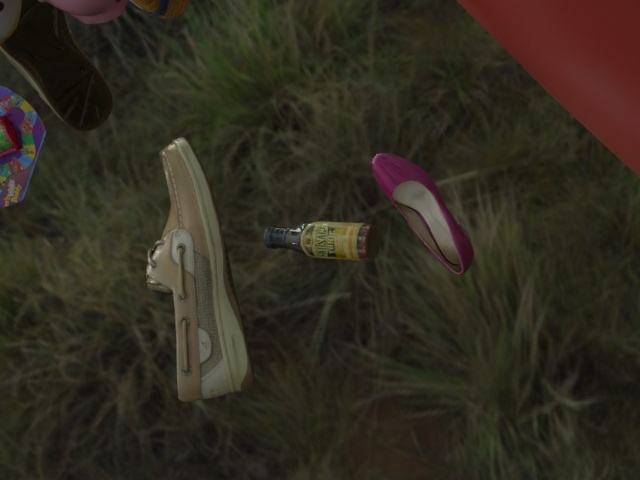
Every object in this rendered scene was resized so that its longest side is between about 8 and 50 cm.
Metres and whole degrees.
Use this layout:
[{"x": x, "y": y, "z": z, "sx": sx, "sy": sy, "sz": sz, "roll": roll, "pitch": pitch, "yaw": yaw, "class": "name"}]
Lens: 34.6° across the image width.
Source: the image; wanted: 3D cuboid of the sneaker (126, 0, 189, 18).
[{"x": -0.279, "y": -0.354, "z": 1.244, "sx": 0.131, "sy": 0.296, "sz": 0.111, "roll": 8, "pitch": 83, "yaw": 33, "class": "sneaker"}]

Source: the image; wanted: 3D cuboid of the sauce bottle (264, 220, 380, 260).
[{"x": 0.000, "y": 0.000, "z": 1.109, "sx": 0.128, "sy": 0.042, "sz": 0.042, "roll": 1, "pitch": 60, "yaw": 27, "class": "sauce bottle"}]

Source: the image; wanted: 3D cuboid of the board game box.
[{"x": -0.435, "y": -0.117, "z": 1.323, "sx": 0.133, "sy": 0.033, "sz": 0.168, "roll": 22, "pitch": 108, "yaw": -7, "class": "board game box"}]

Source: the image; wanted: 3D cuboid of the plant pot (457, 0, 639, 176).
[{"x": 0.188, "y": -0.155, "z": 0.467, "sx": 0.275, "sy": 0.243, "sz": 0.275, "roll": -31, "pitch": 29, "yaw": 20, "class": "plant pot"}]

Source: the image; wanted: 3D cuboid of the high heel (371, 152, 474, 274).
[{"x": 0.172, "y": -0.044, "z": 1.759, "sx": 0.082, "sy": 0.244, "sz": 0.117, "roll": -34, "pitch": 14, "yaw": 22, "class": "high heel"}]

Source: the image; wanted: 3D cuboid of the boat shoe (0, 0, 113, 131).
[{"x": -0.387, "y": -0.281, "z": 1.374, "sx": 0.109, "sy": 0.302, "sz": 0.098, "roll": -40, "pitch": 38, "yaw": -15, "class": "boat shoe"}]

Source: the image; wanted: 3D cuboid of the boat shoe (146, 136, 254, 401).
[{"x": -0.172, "y": 0.035, "z": 1.324, "sx": 0.110, "sy": 0.121, "sz": 0.341, "roll": -13, "pitch": 80, "yaw": -6, "class": "boat shoe"}]

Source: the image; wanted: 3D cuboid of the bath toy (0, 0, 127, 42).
[{"x": -0.173, "y": -0.199, "z": 0.648, "sx": 0.348, "sy": 0.151, "sz": 0.129, "roll": -5, "pitch": 33, "yaw": 11, "class": "bath toy"}]
